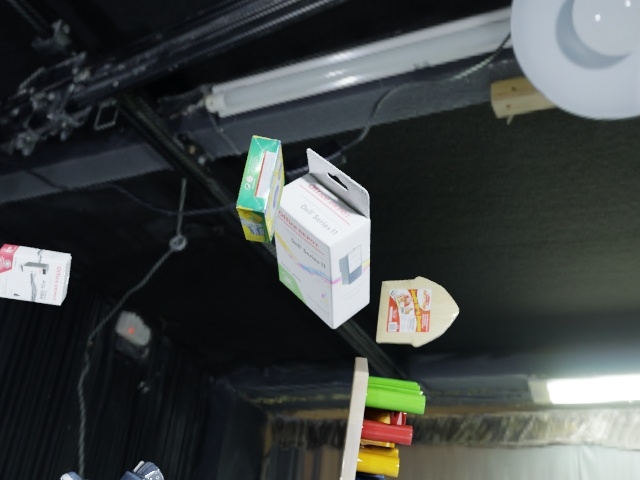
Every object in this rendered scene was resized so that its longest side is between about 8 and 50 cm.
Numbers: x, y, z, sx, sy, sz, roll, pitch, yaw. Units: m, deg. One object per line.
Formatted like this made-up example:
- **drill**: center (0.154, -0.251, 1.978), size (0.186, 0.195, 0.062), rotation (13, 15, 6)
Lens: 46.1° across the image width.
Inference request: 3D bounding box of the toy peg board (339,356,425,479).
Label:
- **toy peg board**: center (0.067, 0.224, 0.849), size (0.079, 0.161, 0.161), rotation (7, -3, 4)

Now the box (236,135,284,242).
- **box**: center (-0.081, -0.063, 1.057), size (0.043, 0.105, 0.179), rotation (11, -15, 0)

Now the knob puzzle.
- **knob puzzle**: center (0.241, 0.177, 1.844), size (0.213, 0.213, 0.030), rotation (-3, -36, 15)

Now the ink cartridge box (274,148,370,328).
- **ink cartridge box**: center (0.000, 0.000, 1.637), size (0.207, 0.119, 0.353), rotation (40, -30, 33)

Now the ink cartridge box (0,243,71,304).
- **ink cartridge box**: center (-0.592, 0.071, 1.549), size (0.135, 0.099, 0.056), rotation (9, 15, -11)

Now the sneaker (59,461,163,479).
- **sneaker**: center (-0.430, 0.512, 1.582), size (0.086, 0.163, 0.226), rotation (16, -36, 44)
